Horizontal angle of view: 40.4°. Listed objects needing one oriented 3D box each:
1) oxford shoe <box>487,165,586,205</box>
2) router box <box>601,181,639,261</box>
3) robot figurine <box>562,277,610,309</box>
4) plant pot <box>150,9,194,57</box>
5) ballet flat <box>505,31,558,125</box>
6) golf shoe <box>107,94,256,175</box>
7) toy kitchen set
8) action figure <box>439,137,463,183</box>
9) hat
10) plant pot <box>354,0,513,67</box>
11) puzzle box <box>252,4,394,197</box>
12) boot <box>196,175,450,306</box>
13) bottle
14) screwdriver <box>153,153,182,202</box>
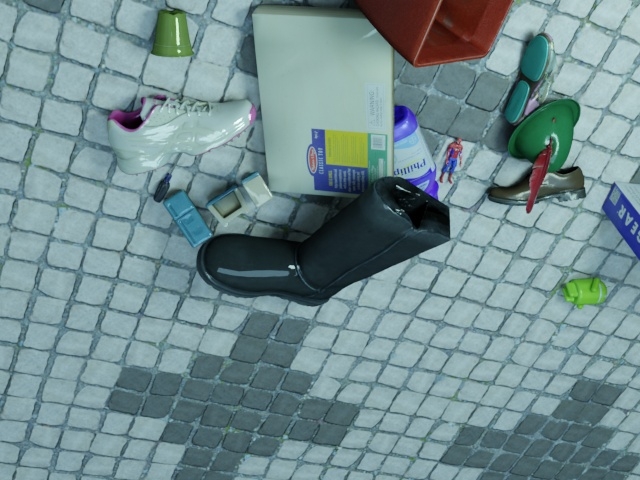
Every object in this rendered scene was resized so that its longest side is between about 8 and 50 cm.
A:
[{"bbox_3d":[0.495,-0.132,2.009,0.227,0.083,0.096,-9,104,-3],"label":"oxford shoe"},{"bbox_3d":[0.862,0.002,2.008,0.301,0.335,0.082,5,125,-16],"label":"router box"},{"bbox_3d":[0.684,0.132,2.233,0.115,0.067,0.101,-1,143,-12],"label":"robot figurine"},{"bbox_3d":[-0.282,-0.395,1.652,0.083,0.083,0.079,-1,113,-11],"label":"plant pot"},{"bbox_3d":[0.460,-0.344,1.847,0.079,0.077,0.222,-11,134,-27],"label":"ballet flat"},{"bbox_3d":[-0.283,-0.236,1.742,0.306,0.115,0.140,-20,124,2],"label":"golf shoe"},{"bbox_3d":[-0.217,-0.086,1.824,0.207,0.166,0.122,-34,96,-2],"label":"toy kitchen set"},{"bbox_3d":[0.298,-0.180,1.953,0.038,0.030,0.115,6,122,-9],"label":"action figure"},{"bbox_3d":[0.518,-0.172,1.878,0.208,0.184,0.173,-44,143,25],"label":"hat"},{"bbox_3d":[0.197,-0.490,1.543,0.267,0.235,0.267,-20,140,-48],"label":"plant pot"},{"bbox_3d":[0.013,-0.269,1.755,0.272,0.052,0.409,6,128,11],"label":"puzzle box"},{"bbox_3d":[0.002,0.000,1.826,0.367,0.146,0.445,11,155,-35],"label":"boot"},{"bbox_3d":[0.192,-0.157,1.905,0.118,0.092,0.283,-20,128,11],"label":"bottle"},{"bbox_3d":[-0.315,-0.153,1.856,0.024,0.025,0.170,21,110,-24],"label":"screwdriver"}]
